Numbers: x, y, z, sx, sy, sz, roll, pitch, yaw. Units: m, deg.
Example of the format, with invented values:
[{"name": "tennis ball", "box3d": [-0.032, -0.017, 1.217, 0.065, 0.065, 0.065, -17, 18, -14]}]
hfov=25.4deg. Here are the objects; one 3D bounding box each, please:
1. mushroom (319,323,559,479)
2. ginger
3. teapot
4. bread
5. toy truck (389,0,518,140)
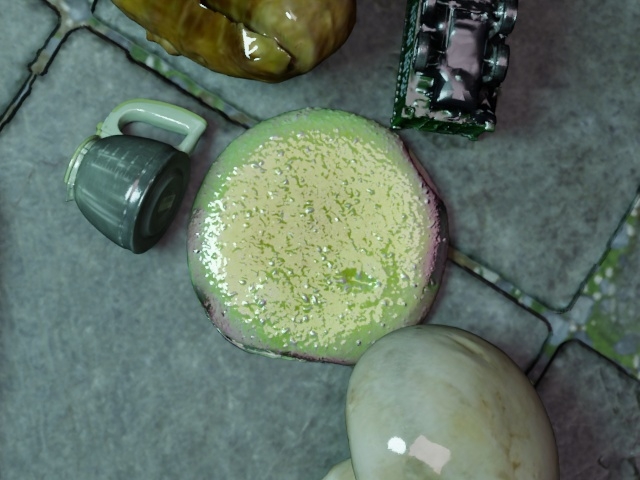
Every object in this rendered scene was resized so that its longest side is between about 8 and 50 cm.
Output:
[{"name": "mushroom", "box3d": [0.096, 0.180, 1.145, 0.206, 0.209, 0.206, 12, 45, -12]}, {"name": "ginger", "box3d": [-0.116, -0.242, 1.148, 0.321, 0.172, 0.165, 27, 123, 2]}, {"name": "teapot", "box3d": [-0.158, -0.055, 1.177, 0.090, 0.124, 0.092, 26, 127, 12]}, {"name": "bread", "box3d": [0.000, 0.000, 1.202, 0.228, 0.033, 0.229, 0, 88, -7]}, {"name": "toy truck", "box3d": [0.120, -0.221, 1.178, 0.088, 0.121, 0.259, 8, 87, -4]}]
